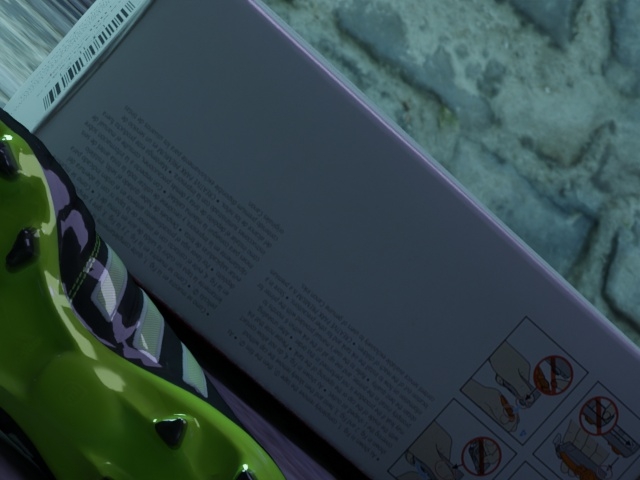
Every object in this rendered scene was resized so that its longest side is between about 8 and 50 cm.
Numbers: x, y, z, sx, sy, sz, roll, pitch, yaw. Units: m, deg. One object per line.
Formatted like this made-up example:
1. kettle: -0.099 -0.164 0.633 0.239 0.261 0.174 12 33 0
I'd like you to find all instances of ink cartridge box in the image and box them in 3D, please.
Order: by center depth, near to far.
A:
1. ink cartridge box: 0.000 0.000 0.966 0.309 0.130 0.272 41 2 -13

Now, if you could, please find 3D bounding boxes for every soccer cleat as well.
1. soccer cleat: -0.067 0.031 0.528 0.179 0.060 0.072 50 -4 18
